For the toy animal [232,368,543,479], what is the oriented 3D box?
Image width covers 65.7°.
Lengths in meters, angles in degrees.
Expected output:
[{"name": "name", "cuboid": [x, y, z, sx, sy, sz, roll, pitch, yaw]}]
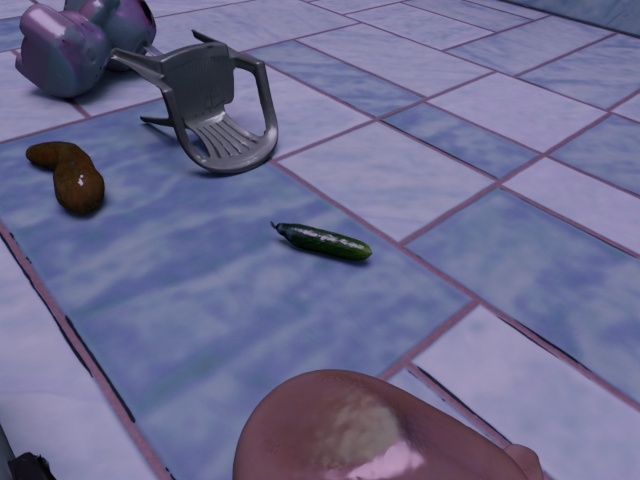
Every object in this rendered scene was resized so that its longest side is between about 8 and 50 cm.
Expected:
[{"name": "toy animal", "cuboid": [0.053, 0.194, 0.395, 0.250, 0.154, 0.166, 16, 33, 11]}]

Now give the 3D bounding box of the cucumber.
[{"name": "cucumber", "cuboid": [0.000, 0.000, 0.713, 0.155, 0.037, 0.037, 16, 41, 12]}]

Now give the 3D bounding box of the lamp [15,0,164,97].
[{"name": "lamp", "cuboid": [-0.477, -0.435, 1.090, 0.247, 0.247, 0.301, 36, 49, -9]}]

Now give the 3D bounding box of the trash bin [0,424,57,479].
[{"name": "trash bin", "cuboid": [-0.327, 0.187, 0.327, 0.277, 0.217, 0.262, -29, 49, -31]}]

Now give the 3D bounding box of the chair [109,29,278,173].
[{"name": "chair", "cuboid": [-0.218, -0.258, 0.913, 0.203, 0.190, 0.275, -29, 42, -31]}]

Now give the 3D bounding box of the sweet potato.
[{"name": "sweet potato", "cuboid": [-0.411, -0.116, 0.806, 0.081, 0.062, 0.233, -28, 46, -30]}]
